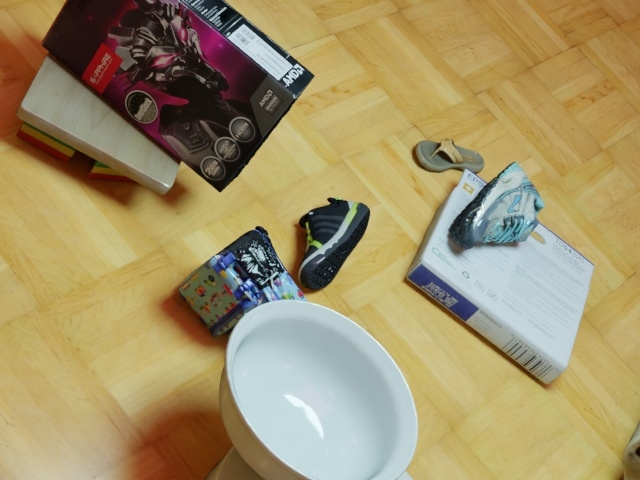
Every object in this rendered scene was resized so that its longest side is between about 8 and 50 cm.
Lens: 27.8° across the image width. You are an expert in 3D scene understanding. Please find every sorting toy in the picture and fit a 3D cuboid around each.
[{"bbox_3d":[-0.337,-0.199,2.058,0.255,0.089,0.257,29,41,-15],"label":"sorting toy"}]

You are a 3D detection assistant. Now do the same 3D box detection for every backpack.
[{"bbox_3d":[-0.106,0.091,1.939,0.173,0.158,0.117,54,48,-3],"label":"backpack"}]

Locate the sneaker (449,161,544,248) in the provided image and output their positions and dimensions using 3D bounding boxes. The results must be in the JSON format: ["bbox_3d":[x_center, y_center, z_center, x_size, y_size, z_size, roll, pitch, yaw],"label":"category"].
[{"bbox_3d":[0.335,-0.047,2.340,0.122,0.110,0.283,46,38,2],"label":"sneaker"}]

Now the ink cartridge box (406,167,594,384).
[{"bbox_3d":[0.338,0.059,2.378,0.324,0.071,0.330,37,37,-4],"label":"ink cartridge box"}]

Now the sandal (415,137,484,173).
[{"bbox_3d":[0.258,-0.171,2.535,0.180,0.049,0.072,4,52,-36],"label":"sandal"}]

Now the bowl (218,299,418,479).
[{"bbox_3d":[-0.026,0.239,1.766,0.298,0.134,0.298,22,42,-22],"label":"bowl"}]

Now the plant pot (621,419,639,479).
[{"bbox_3d":[0.687,0.339,2.239,0.334,0.334,0.305,46,51,5],"label":"plant pot"}]

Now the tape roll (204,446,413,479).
[{"bbox_3d":[0.008,0.427,1.781,0.392,0.072,0.392,21,45,-22],"label":"tape roll"}]

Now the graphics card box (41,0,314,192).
[{"bbox_3d":[-0.220,-0.275,1.968,0.371,0.233,0.094,40,35,-4],"label":"graphics card box"}]

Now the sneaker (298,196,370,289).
[{"bbox_3d":[0.000,0.000,2.175,0.097,0.084,0.234,22,36,15],"label":"sneaker"}]

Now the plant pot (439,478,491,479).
[{"bbox_3d":[0.212,0.395,1.958,0.083,0.079,0.083,-17,110,-57],"label":"plant pot"}]
